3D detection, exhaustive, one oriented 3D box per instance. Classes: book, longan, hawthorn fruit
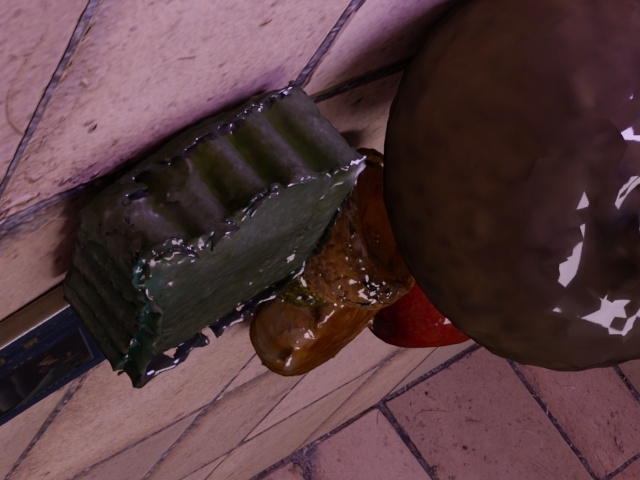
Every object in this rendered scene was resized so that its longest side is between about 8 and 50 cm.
[{"bbox_3d":[-0.298,0.125,1.513,0.191,0.025,0.269,-33,168,-12],"label":"book"},{"bbox_3d":[0.249,-0.074,1.434,0.391,0.391,0.391,-34,168,-9],"label":"longan"},{"bbox_3d":[0.146,0.071,2.227,0.251,0.189,0.189,-13,162,-13],"label":"hawthorn fruit"}]

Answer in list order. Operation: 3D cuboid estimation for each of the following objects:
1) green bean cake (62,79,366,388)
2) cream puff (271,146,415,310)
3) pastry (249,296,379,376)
[{"bbox_3d":[-0.100,-0.008,1.322,0.241,0.132,0.255,-31,165,-24],"label":"green bean cake"},{"bbox_3d":[0.000,0.000,1.618,0.169,0.183,0.183,-14,180,30],"label":"cream puff"},{"bbox_3d":[0.001,0.099,2.060,0.218,0.100,0.229,-37,163,-16],"label":"pastry"}]
